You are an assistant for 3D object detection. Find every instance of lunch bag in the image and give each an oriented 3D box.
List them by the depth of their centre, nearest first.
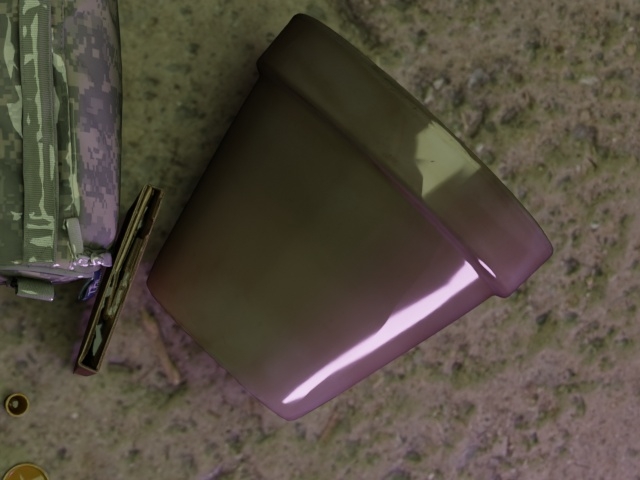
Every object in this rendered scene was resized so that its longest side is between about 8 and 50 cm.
[{"bbox_3d":[-0.269,-0.103,1.307,0.213,0.256,0.305,-1,90,-25],"label":"lunch bag"}]

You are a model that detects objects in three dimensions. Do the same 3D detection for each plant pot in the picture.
[{"bbox_3d":[0.000,0.000,1.431,0.280,0.323,0.323,-46,108,-1],"label":"plant pot"}]

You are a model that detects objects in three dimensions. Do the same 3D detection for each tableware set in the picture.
[{"bbox_3d":[-0.292,0.214,1.420,0.104,0.024,0.154,6,86,-25],"label":"tableware set"}]

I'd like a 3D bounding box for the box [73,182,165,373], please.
[{"bbox_3d":[-0.182,0.040,1.377,0.021,0.201,0.164,21,81,-9],"label":"box"}]
